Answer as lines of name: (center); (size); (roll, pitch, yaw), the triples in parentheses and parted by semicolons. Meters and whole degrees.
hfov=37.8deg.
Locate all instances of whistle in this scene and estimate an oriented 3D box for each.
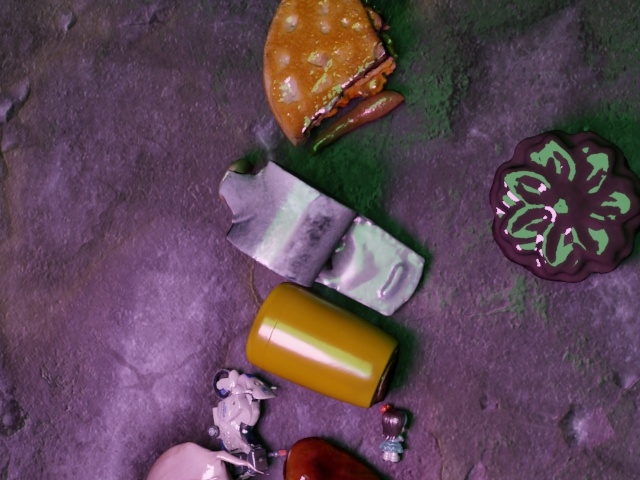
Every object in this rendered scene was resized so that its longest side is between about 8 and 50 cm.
whistle: (0.000, -0.003, 1.751); (0.168, 0.405, 0.188); (-59, 33, 5)

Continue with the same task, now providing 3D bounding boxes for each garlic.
garlic: (-0.268, 0.532, 1.748); (0.246, 0.231, 0.340); (31, 124, 29)

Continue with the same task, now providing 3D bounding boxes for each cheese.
cheese: (-0.172, -0.120, 1.819); (0.037, 0.192, 0.097); (29, 90, 0)

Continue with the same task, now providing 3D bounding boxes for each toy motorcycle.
toy motorcycle: (-0.147, 0.357, 1.833); (0.150, 0.102, 0.221); (-15, 79, 34)

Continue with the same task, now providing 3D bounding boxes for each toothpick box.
toothpick box: (0.013, 0.204, 1.760); (0.271, 0.175, 0.175); (23, 92, 12)

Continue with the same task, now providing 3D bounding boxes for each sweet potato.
sweet potato: (0.067, -0.237, 1.837); (0.214, 0.050, 0.050); (-31, 79, 10)

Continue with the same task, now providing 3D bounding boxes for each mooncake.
mooncake: (0.443, -0.061, 1.684); (0.283, 0.141, 0.283); (0, 89, 14)

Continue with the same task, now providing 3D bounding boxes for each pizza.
pizza: (0.020, -0.381, 1.824); (0.278, 0.114, 0.408); (4, 84, 19)

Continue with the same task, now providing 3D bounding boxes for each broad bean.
broad bean: (0.028, 0.471, 1.764); (0.228, 0.156, 0.122); (38, 138, 7)

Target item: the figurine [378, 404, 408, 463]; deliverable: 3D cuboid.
figurine: (0.136, 0.369, 1.783); (0.060, 0.047, 0.105); (11, 97, 51)
